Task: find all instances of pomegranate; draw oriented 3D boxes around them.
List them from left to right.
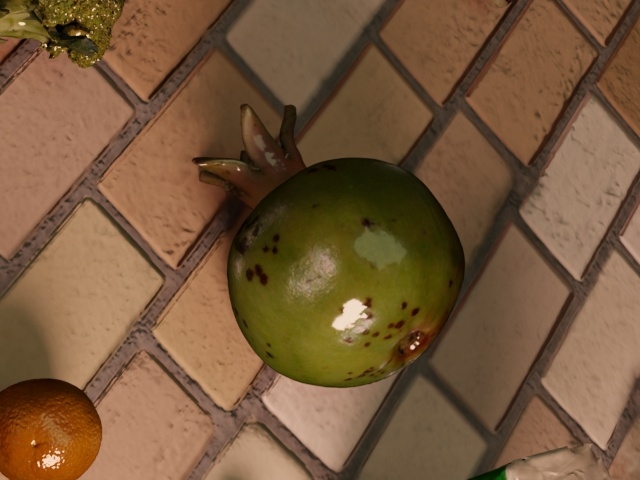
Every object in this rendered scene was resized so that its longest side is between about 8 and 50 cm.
[{"bbox_3d":[0.000,0.000,1.488,0.181,0.181,0.224,-13,60,-43],"label":"pomegranate"}]

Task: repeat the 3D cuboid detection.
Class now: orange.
[{"bbox_3d":[-0.185,0.127,1.327,0.085,0.085,0.085,18,60,-34],"label":"orange"}]

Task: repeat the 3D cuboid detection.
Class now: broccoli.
[{"bbox_3d":[-0.200,-0.184,1.437,0.120,0.130,0.131,-25,105,-9],"label":"broccoli"}]

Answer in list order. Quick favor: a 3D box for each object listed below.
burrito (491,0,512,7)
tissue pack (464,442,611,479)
[{"bbox_3d":[0.079,-0.330,1.767,0.309,0.066,0.096,41,54,-19],"label":"burrito"},{"bbox_3d":[0.101,0.250,1.421,0.156,0.209,0.148,-9,77,-42],"label":"tissue pack"}]
